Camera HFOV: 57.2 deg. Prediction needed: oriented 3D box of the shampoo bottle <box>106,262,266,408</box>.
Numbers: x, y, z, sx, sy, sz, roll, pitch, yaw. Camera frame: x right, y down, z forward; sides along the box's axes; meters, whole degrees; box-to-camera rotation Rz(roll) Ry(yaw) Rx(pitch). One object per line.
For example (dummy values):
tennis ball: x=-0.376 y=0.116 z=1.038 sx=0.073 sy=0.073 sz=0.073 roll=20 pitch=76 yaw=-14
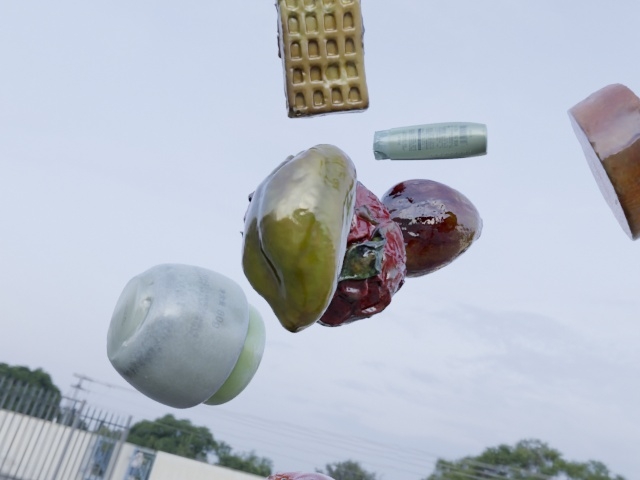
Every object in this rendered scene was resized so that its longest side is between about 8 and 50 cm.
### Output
shampoo bottle: x=-0.310 y=0.216 z=1.352 sx=0.322 sy=0.323 sz=0.317 roll=-9 pitch=-34 yaw=44

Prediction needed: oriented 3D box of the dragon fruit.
dragon fruit: x=0.000 y=0.000 z=0.905 sx=0.298 sy=0.244 sz=0.244 roll=38 pitch=-10 yaw=31

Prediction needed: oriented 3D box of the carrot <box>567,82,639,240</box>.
carrot: x=0.518 y=-0.138 z=1.014 sx=0.100 sy=0.307 sz=0.259 roll=-22 pitch=-74 yaw=19

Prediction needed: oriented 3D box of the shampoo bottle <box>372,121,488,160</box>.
shampoo bottle: x=0.206 y=-0.186 z=1.108 sx=0.212 sy=0.072 sz=0.049 roll=0 pitch=-10 yaw=18

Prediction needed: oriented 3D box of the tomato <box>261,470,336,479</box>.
tomato: x=-0.056 y=0.596 z=1.079 sx=0.341 sy=0.341 sz=0.273 roll=-16 pitch=-69 yaw=51

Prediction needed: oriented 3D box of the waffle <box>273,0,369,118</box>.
waffle: x=0.006 y=-0.473 z=1.451 sx=0.224 sy=0.328 sz=0.098 roll=-7 pitch=8 yaw=-7

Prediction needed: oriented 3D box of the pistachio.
pistachio: x=-0.022 y=-0.009 z=0.557 sx=0.100 sy=0.190 sz=0.110 roll=14 pitch=-9 yaw=-6

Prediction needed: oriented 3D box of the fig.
fig: x=0.235 y=-0.030 z=1.353 sx=0.263 sy=0.224 sz=0.224 roll=-24 pitch=-35 yaw=13
